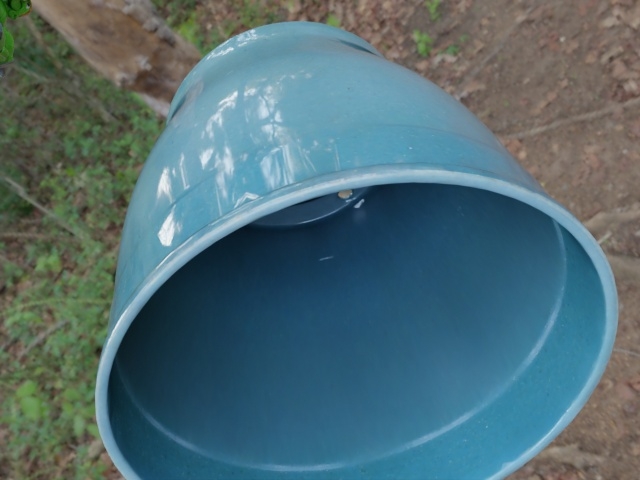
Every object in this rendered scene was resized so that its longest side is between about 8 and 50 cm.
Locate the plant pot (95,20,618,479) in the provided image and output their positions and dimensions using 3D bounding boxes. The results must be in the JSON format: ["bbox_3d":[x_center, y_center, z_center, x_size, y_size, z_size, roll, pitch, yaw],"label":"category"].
[{"bbox_3d":[0.000,0.000,0.520,0.271,0.271,0.255,-39,37,18],"label":"plant pot"}]

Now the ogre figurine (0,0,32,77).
[{"bbox_3d":[-0.327,-0.240,0.765,0.097,0.118,0.197,-39,73,-20],"label":"ogre figurine"}]
